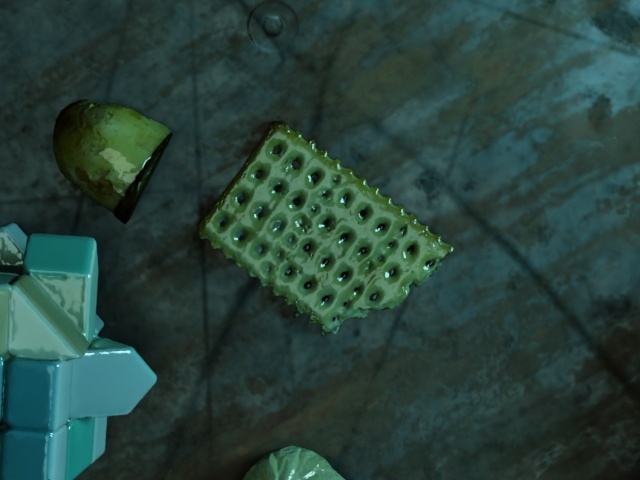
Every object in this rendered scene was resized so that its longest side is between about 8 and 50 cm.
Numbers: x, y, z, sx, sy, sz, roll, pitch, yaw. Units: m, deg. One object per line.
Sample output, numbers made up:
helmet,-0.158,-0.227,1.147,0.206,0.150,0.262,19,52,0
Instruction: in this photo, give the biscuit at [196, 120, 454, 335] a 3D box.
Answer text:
biscuit,0.000,0.000,1.409,0.203,0.016,0.144,38,94,-3

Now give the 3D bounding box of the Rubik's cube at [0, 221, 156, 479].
Rubik's cube,-0.276,0.098,1.318,0.265,0.224,0.213,5,95,5

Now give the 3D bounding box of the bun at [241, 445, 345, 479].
bun,-0.023,0.248,1.407,0.115,0.069,0.115,0,98,0

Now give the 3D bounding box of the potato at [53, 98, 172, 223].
potato,-0.198,-0.079,1.376,0.103,0.066,0.096,26,92,-1
